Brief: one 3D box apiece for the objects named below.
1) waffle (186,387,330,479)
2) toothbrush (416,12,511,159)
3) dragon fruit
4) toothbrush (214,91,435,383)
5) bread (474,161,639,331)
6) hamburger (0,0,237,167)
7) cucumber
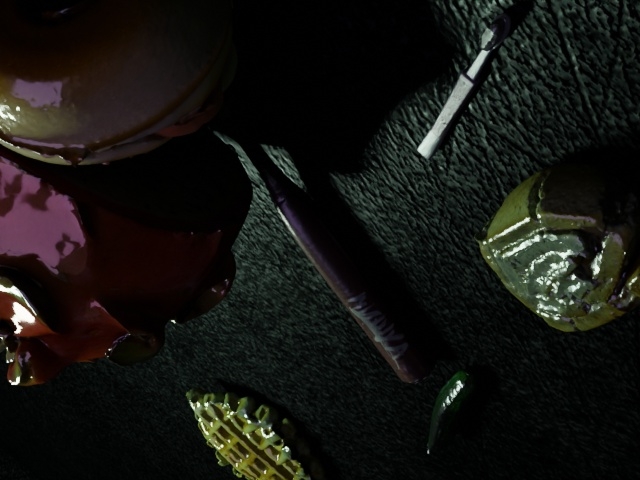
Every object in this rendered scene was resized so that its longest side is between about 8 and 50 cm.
[{"bbox_3d":[-0.082,0.288,1.733,0.208,0.054,0.214,14,141,38],"label":"waffle"},{"bbox_3d":[0.102,-0.108,0.902,0.014,0.017,0.194,45,158,8],"label":"toothbrush"},{"bbox_3d":[-0.229,-0.006,1.131,0.305,0.305,0.225,34,115,17],"label":"dragon fruit"},{"bbox_3d":[0.000,0.001,1.186,0.364,0.041,0.041,53,153,-21],"label":"toothbrush"},{"bbox_3d":[0.183,0.006,0.908,0.117,0.064,0.156,40,156,1],"label":"bread"},{"bbox_3d":[-0.180,-0.158,0.981,0.237,0.237,0.147,28,158,27],"label":"hamburger"},{"bbox_3d":[0.132,0.174,1.280,0.036,0.033,0.184,60,162,24],"label":"cucumber"}]
